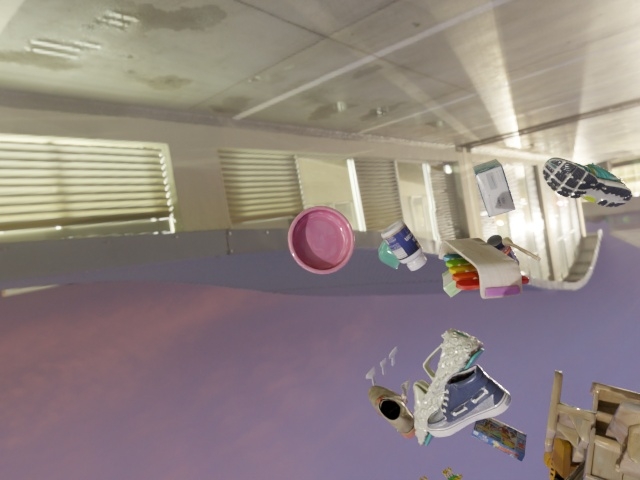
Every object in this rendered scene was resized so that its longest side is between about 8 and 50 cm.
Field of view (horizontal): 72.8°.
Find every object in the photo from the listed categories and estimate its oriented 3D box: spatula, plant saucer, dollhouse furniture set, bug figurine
[{"bbox_3d":[0.253,0.522,1.781,0.168,0.019,0.242,-43,153,-15],"label":"spatula"},{"bbox_3d":[0.000,0.000,2.116,0.332,0.332,0.084,-10,175,-18],"label":"plant saucer"},{"bbox_3d":[0.739,0.428,1.014,0.362,0.256,0.394,9,148,30],"label":"dollhouse furniture set"},{"bbox_3d":[0.553,1.086,1.841,0.216,0.072,0.279,-21,-170,-22],"label":"bug figurine"}]

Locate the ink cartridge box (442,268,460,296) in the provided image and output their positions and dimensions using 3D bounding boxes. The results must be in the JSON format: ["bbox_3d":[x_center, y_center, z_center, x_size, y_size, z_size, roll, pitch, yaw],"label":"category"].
[{"bbox_3d":[0.582,0.135,1.778,0.171,0.056,0.235,-41,176,17],"label":"ink cartridge box"}]

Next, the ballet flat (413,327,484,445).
[{"bbox_3d":[0.369,0.445,1.352,0.147,0.409,0.147,17,-159,-7],"label":"ballet flat"}]

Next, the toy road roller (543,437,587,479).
[{"bbox_3d":[1.120,0.981,1.939,0.202,0.329,0.240,0,-171,0],"label":"toy road roller"}]

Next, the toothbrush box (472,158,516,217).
[{"bbox_3d":[0.819,-0.255,2.068,0.126,0.216,0.295,-18,-171,20],"label":"toothbrush box"}]

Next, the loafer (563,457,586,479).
[{"bbox_3d":[0.838,0.850,1.458,0.366,0.134,0.130,-48,-170,-2],"label":"loafer"}]

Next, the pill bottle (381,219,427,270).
[{"bbox_3d":[0.297,0.020,1.521,0.094,0.169,0.094,-36,-172,6],"label":"pill bottle"}]

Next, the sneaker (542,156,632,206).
[{"bbox_3d":[0.792,-0.185,1.308,0.275,0.110,0.107,20,139,-7],"label":"sneaker"}]

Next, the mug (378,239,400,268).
[{"bbox_3d":[0.287,0.042,1.733,0.097,0.129,0.158,28,156,11],"label":"mug"}]

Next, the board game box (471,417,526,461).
[{"bbox_3d":[0.729,0.793,1.772,0.201,0.035,0.136,22,-157,23],"label":"board game box"}]

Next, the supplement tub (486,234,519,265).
[{"bbox_3d":[0.835,0.060,2.002,0.106,0.198,0.106,-28,-145,22],"label":"supplement tub"}]

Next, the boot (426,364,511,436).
[{"bbox_3d":[0.252,0.298,0.814,0.190,0.086,0.069,-44,180,35],"label":"boot"}]

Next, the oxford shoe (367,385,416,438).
[{"bbox_3d":[0.288,0.692,1.851,0.123,0.130,0.348,-47,-159,-12],"label":"oxford shoe"}]

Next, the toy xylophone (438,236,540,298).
[{"bbox_3d":[0.487,0.063,1.273,0.236,0.081,0.322,-3,-161,2],"label":"toy xylophone"}]

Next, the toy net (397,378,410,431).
[{"bbox_3d":[0.374,0.757,2.017,0.045,0.232,0.122,10,-177,25],"label":"toy net"}]
